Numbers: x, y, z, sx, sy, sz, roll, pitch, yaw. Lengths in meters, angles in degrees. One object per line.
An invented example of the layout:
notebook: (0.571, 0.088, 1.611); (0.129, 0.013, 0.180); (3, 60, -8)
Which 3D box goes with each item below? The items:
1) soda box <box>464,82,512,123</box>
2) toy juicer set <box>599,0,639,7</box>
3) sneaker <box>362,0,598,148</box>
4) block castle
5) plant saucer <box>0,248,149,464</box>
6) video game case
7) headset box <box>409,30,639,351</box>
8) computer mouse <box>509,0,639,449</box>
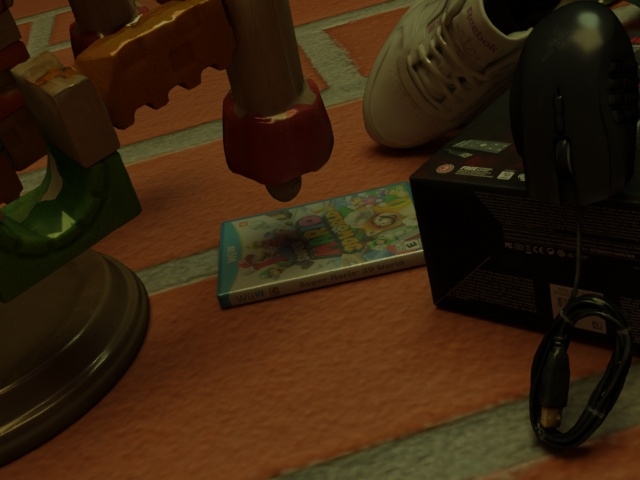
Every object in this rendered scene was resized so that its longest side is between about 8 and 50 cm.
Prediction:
soda box: (0.209, -0.151, 0.811); (0.183, 0.062, 0.058); (2, 34, 27)
toy juicer set: (0.421, -0.307, 0.961); (0.329, 0.089, 0.209); (8, 36, 34)
sneaker: (0.120, -0.173, 0.708); (0.305, 0.114, 0.152); (-42, -1, 42)
block castle: (-0.244, -0.045, 0.606); (0.453, 0.212, 0.303); (-39, 49, -26)
plant saucer: (-0.269, 0.078, 0.647); (0.278, 0.041, 0.278); (-11, 30, 7)
video game case: (0.000, 0.000, 0.690); (0.166, 0.015, 0.119); (-13, 30, 2)
headset box: (0.234, -0.056, 0.592); (0.218, 0.110, 0.293); (11, 38, 38)
computer mouse: (0.130, -0.010, 0.454); (0.071, 0.242, 0.041); (-1, -4, 37)
